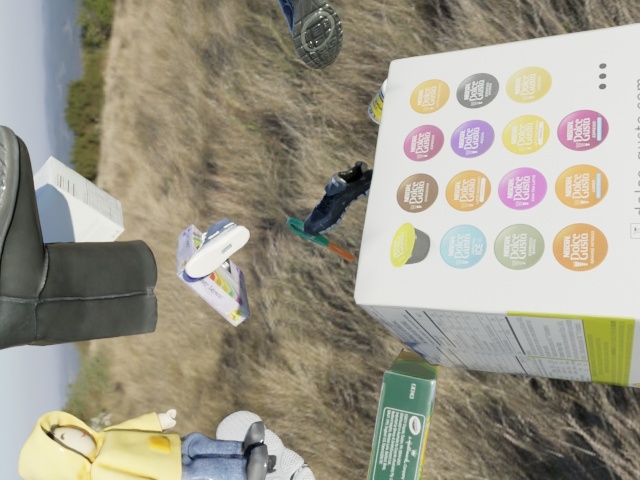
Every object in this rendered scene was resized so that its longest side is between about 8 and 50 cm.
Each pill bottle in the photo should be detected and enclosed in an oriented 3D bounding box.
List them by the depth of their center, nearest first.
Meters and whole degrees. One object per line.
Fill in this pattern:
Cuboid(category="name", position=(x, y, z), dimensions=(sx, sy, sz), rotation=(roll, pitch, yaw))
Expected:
Cuboid(category="pill bottle", position=(0.144, -0.284, 1.186), dimensions=(0.116, 0.065, 0.065), rotation=(128, 135, -62))

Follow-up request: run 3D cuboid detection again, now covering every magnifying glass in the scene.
Cuboid(category="magnifying glass", position=(0.000, 0.000, 1.780), dimensions=(0.026, 0.230, 0.092), rotation=(-62, 6, -15))

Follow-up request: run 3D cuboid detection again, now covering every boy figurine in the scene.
Cuboid(category="boy figurine", position=(-0.212, 0.262, 0.736), dimensions=(0.177, 0.285, 0.092), rotation=(-111, 33, -70))

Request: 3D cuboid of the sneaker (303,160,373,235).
Cuboid(category="sneaker", position=(0.039, -0.110, 1.450), dimensions=(0.078, 0.234, 0.106), rotation=(47, 175, 39))

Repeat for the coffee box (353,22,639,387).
Cuboid(category="coffee box", position=(0.272, -0.019, 0.784), dimensions=(0.334, 0.338, 0.338), rotation=(0, 68, 27))

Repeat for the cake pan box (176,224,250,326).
Cuboid(category="cake pan box", position=(-0.322, 0.099, 1.785), dimensions=(0.070, 0.246, 0.267), rotation=(-37, 27, 7))

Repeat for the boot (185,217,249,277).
Cuboid(category="boot", position=(-0.273, 0.017, 1.490), dimensions=(0.086, 0.190, 0.069), rotation=(28, 142, 38))

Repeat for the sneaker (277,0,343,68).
Cuboid(category="sneaker", position=(-0.038, -0.483, 1.197), dimensions=(0.130, 0.109, 0.286), rotation=(-112, -3, -50))

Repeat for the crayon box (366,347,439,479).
Cuboid(category="crayon box", position=(0.152, 0.310, 1.042), dimensions=(0.323, 0.083, 0.203), rotation=(16, -96, -77))

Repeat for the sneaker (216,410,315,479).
Cuboid(category="sneaker", position=(-0.101, 0.556, 1.337), dimensions=(0.365, 0.137, 0.210), rotation=(32, 144, 49))

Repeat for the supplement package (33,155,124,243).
Cuboid(category="supplement package", position=(-0.619, -0.050, 1.435), dimensions=(0.194, 0.203, 0.149), rotation=(-43, 38, 9))

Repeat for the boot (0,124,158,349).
Cuboid(category="boot", position=(-0.455, 0.015, 1.098), dimensions=(0.146, 0.445, 0.367), rotation=(10, 90, 24))
